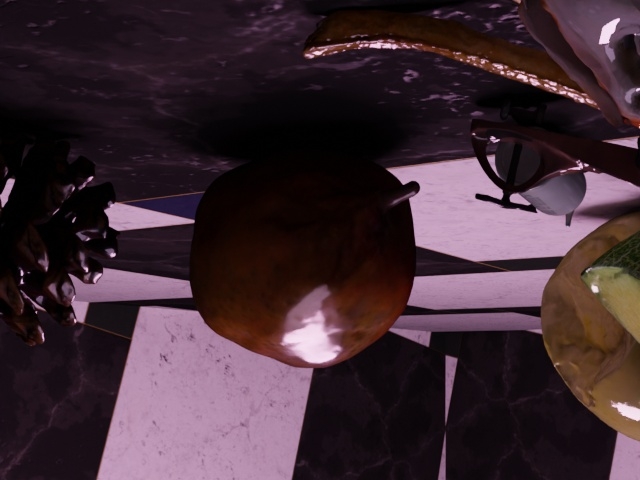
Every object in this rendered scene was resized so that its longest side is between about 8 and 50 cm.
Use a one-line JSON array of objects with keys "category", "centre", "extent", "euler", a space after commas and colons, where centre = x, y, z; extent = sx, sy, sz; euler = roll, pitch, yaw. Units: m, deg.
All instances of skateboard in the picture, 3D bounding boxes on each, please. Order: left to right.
[{"category": "skateboard", "centre": [0.178, -0.054, 0.724], "extent": [0.151, 0.080, 0.067], "euler": [16, -173, 27]}]

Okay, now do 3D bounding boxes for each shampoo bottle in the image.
[{"category": "shampoo bottle", "centre": [0.204, -0.053, 0.881], "extent": [0.056, 0.056, 0.195], "euler": [-3, 171, 23]}]

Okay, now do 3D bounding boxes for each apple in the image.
[{"category": "apple", "centre": [0.392, 0.092, 1.131], "extent": [0.279, 0.279, 0.279], "euler": [1, 171, 0]}]

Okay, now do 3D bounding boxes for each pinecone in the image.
[{"category": "pinecone", "centre": [-0.264, -0.007, 0.843], "extent": [0.207, 0.208, 0.208], "euler": [1, 171, 0]}]

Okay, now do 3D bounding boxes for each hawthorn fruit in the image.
[{"category": "hawthorn fruit", "centre": [0.000, 0.000, 0.876], "extent": [0.208, 0.208, 0.248], "euler": [6, 154, -29]}]

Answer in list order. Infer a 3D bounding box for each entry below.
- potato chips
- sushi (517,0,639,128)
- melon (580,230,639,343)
[{"category": "potato chips", "centre": [0.090, -0.101, 0.560], "extent": [0.204, 0.037, 0.026], "euler": [14, -175, 9]}, {"category": "sushi", "centre": [0.254, -0.087, 0.416], "extent": [0.332, 0.124, 0.130], "euler": [2, 179, 7]}, {"category": "melon", "centre": [0.436, 0.011, 0.948], "extent": [0.323, 0.124, 0.196], "euler": [-21, -163, -9]}]
